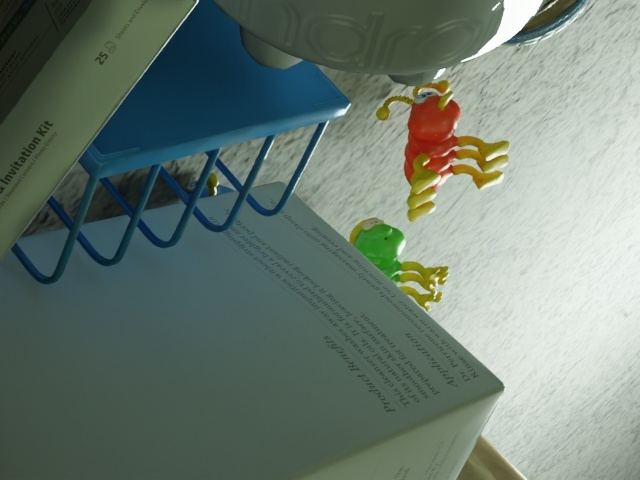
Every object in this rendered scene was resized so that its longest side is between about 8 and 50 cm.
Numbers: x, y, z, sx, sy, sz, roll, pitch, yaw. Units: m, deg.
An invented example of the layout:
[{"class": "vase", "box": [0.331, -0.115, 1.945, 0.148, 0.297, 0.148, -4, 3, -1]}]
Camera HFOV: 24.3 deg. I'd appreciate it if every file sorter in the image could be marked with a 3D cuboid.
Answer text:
[{"class": "file sorter", "box": [-0.097, -0.060, 0.799, 0.170, 0.118, 0.104, -18, 147, -42]}]

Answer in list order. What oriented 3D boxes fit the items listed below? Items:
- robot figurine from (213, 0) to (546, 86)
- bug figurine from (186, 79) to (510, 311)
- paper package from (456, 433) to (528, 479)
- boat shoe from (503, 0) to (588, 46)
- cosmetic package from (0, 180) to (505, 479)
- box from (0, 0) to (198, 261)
[{"class": "robot figurine", "box": [0.038, -0.210, 0.639, 0.300, 0.199, 0.353, 3, 151, -6]}, {"class": "bug figurine", "box": [0.000, 0.000, 1.073, 0.279, 0.072, 0.216, -23, 141, -28]}, {"class": "paper package", "box": [0.053, 0.314, 1.347, 0.168, 0.309, 0.324, -25, 149, -38]}, {"class": "boat shoe", "box": [0.172, -0.211, 1.030, 0.183, 0.066, 0.066, -46, 151, -19]}, {"class": "cosmetic package", "box": [-0.111, 0.112, 0.794, 0.385, 0.217, 0.156, -14, 138, -43]}, {"class": "box", "box": [-0.130, -0.089, 0.637, 0.038, 0.186, 0.145, 31, 106, -32]}]
